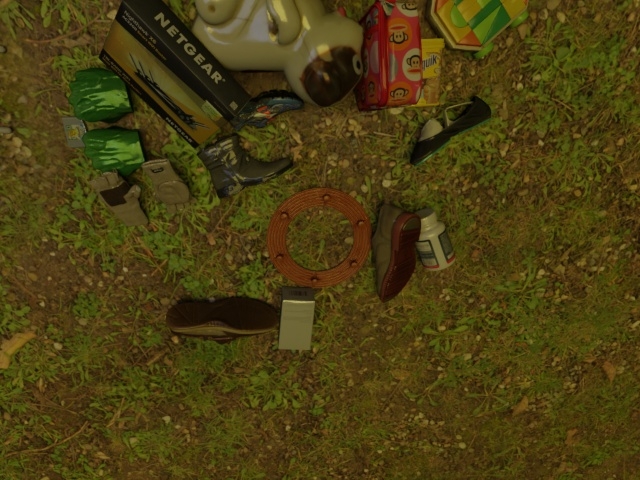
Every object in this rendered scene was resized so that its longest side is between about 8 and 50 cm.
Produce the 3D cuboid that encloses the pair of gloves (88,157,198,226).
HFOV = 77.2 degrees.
[{"bbox_3d":[-0.487,-0.133,1.112,0.240,0.042,0.204,-15,143,4],"label":"pair of gloves"}]

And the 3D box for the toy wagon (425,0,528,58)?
[{"bbox_3d":[0.445,-0.675,1.055,0.344,0.068,0.267,-41,109,8],"label":"toy wagon"}]

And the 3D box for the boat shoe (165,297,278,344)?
[{"bbox_3d":[-0.311,0.269,1.287,0.342,0.123,0.123,-1,139,-12],"label":"boat shoe"}]

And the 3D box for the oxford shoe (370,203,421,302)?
[{"bbox_3d":[0.222,0.042,1.268,0.123,0.130,0.348,-17,130,-33],"label":"oxford shoe"}]

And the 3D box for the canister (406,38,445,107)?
[{"bbox_3d":[0.273,-0.460,1.108,0.126,0.073,0.169,-5,111,-4],"label":"canister"}]

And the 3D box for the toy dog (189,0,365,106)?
[{"bbox_3d":[-0.089,-0.468,0.923,0.408,0.284,0.395,28,110,-2],"label":"toy dog"}]

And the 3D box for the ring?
[{"bbox_3d":[0.000,0.000,1.259,0.337,0.032,0.336,-2,110,-5],"label":"ring"}]

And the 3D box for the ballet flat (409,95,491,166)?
[{"bbox_3d":[0.360,-0.325,1.161,0.281,0.095,0.096,-33,100,-5],"label":"ballet flat"}]

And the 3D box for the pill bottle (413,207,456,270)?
[{"bbox_3d":[0.347,-0.005,1.255,0.108,0.108,0.180,-24,110,2],"label":"pill bottle"}]

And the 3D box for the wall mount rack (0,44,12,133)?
[{"bbox_3d":[-0.958,-0.389,0.974,0.305,0.130,0.349,7,108,-5],"label":"wall mount rack"}]

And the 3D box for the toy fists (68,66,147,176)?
[{"bbox_3d":[-0.561,-0.307,1.059,0.142,0.096,0.278,-12,109,-15],"label":"toy fists"}]

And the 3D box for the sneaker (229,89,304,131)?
[{"bbox_3d":[-0.153,-0.357,1.102,0.222,0.083,0.087,-10,129,-2],"label":"sneaker"}]

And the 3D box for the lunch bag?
[{"bbox_3d":[0.154,-0.455,0.980,0.120,0.293,0.258,-6,105,-6],"label":"lunch bag"}]

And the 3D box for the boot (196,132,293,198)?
[{"bbox_3d":[-0.214,-0.231,1.133,0.247,0.083,0.161,-21,104,0],"label":"boot"}]

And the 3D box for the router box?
[{"bbox_3d":[-0.352,-0.391,0.963,0.309,0.243,0.081,44,58,-24],"label":"router box"}]

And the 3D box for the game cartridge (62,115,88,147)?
[{"bbox_3d":[-0.664,-0.295,1.091,0.056,0.017,0.083,-6,110,-8],"label":"game cartridge"}]

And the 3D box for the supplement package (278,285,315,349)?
[{"bbox_3d":[-0.080,0.251,1.297,0.105,0.105,0.179,4,108,-9],"label":"supplement package"}]
